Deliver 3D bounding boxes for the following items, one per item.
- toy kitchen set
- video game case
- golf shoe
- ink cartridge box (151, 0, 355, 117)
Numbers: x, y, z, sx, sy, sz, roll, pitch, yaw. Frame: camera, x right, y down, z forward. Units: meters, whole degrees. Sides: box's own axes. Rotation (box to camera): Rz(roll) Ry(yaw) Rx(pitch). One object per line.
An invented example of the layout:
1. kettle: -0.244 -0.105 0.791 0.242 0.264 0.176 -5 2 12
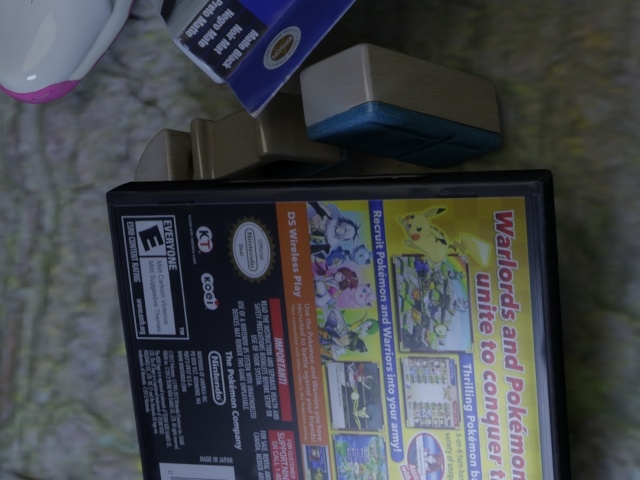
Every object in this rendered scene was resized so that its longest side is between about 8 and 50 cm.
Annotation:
1. toy kitchen set: 0.000 0.000 0.834 0.207 0.122 0.166 -18 73 42
2. video game case: 0.013 0.100 0.768 0.248 0.035 0.275 -1 104 21
3. golf shoe: -0.178 -0.248 0.929 0.115 0.140 0.306 16 88 24
4. ink cartridge box: -0.014 -0.207 0.835 0.223 0.045 0.224 -49 31 9
